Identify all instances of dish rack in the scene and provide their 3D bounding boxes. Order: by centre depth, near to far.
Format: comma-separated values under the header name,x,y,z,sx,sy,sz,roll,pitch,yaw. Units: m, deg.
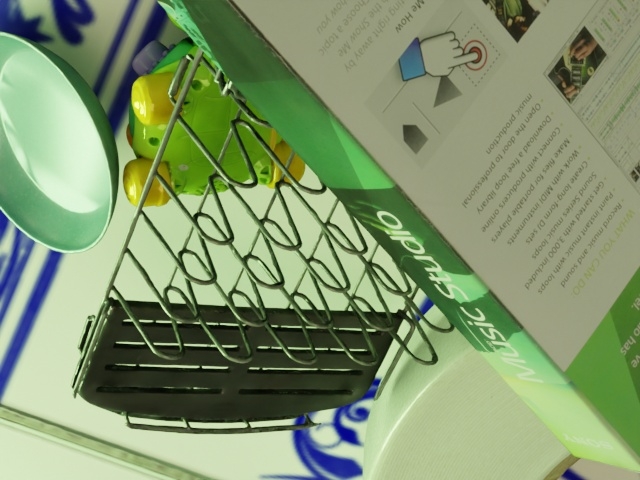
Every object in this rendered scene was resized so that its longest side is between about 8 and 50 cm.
name,x,y,z,sx,sy,sz,roll,pitch,yaw
dish rack,0.000,0.000,0.894,0.208,0.074,0.272,5,125,-32

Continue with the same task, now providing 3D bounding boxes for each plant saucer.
name,x,y,z,sx,sy,sz,roll,pitch,yaw
plant saucer,-0.138,-0.051,0.923,0.119,0.021,0.119,27,132,34

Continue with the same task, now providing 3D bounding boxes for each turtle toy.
name,x,y,z,sx,sy,sz,roll,pitch,yaw
turtle toy,-0.054,-0.077,0.898,0.095,0.066,0.130,-9,131,-24

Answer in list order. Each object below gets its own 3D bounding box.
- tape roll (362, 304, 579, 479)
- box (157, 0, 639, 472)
name,x,y,z,sx,sy,sz,roll,pitch,yaw
tape roll,0.213,0.150,1.046,0.392,0.072,0.392,2,126,2
box,0.099,-0.087,0.797,0.322,0.232,0.058,47,159,-25
